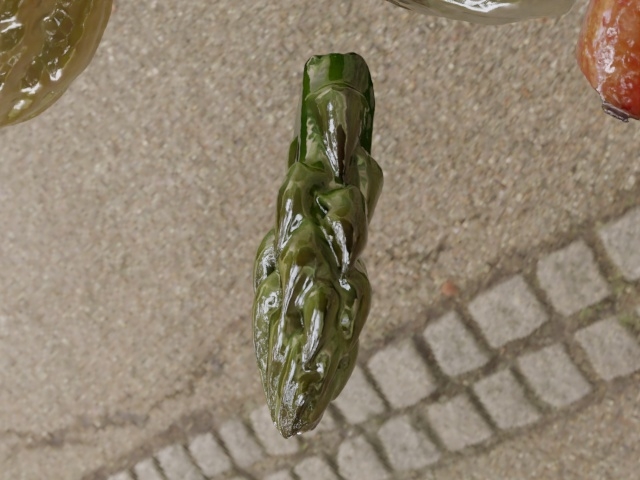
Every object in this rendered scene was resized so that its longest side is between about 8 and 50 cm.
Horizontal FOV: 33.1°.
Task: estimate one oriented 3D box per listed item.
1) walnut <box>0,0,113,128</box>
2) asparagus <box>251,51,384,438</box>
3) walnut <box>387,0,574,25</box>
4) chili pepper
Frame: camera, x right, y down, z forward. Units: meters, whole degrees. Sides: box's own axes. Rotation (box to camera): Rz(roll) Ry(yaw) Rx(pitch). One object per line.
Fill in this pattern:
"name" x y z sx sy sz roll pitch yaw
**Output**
"walnut" -0.309 -0.255 0.914 0.333 0.333 0.332 18 132 21
"asparagus" 0.000 0.000 0.660 0.080 0.287 0.080 4 138 3
"walnut" 0.049 -0.198 0.509 0.230 0.178 0.178 49 135 -12
"chili pepper" 0.463 -0.314 1.325 0.252 0.229 0.305 15 125 15
